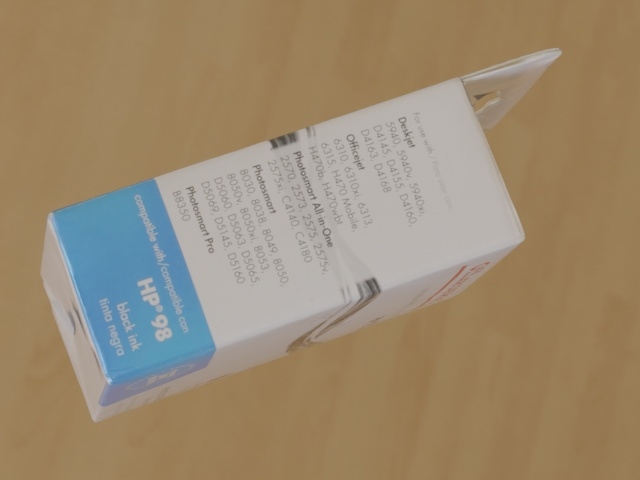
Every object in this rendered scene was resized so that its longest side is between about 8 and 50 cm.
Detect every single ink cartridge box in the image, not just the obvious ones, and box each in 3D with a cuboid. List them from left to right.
[{"bbox_3d":[0.000,0.000,0.662,0.180,0.104,0.060,-19,81,-12],"label":"ink cartridge box"}]
